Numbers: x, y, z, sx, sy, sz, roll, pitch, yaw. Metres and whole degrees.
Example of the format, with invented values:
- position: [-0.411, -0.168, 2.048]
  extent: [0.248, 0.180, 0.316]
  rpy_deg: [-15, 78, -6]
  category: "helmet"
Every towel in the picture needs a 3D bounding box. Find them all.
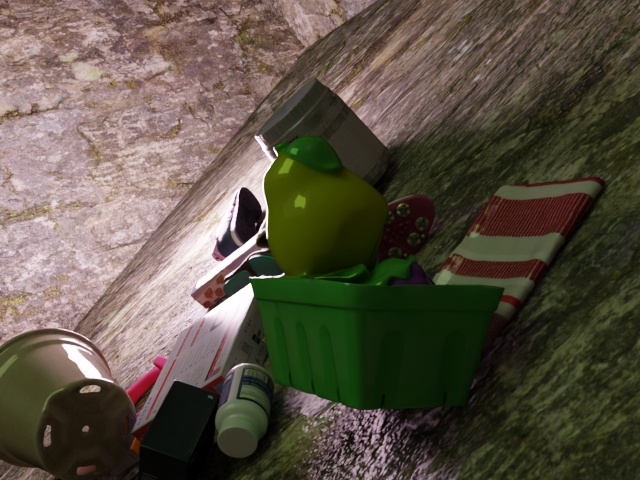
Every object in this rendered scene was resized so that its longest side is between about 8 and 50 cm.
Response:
- position: [0.268, 0.030, 1.338]
  extent: [0.329, 0.037, 0.237]
  rpy_deg: [-51, 19, -16]
  category: "towel"

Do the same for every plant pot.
- position: [-0.565, 0.384, 1.932]
  extent: [0.334, 0.334, 0.305]
  rpy_deg: [-52, 31, -19]
  category: "plant pot"

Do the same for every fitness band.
- position: [-0.420, 0.379, 2.099]
  extent: [0.209, 0.054, 0.291]
  rpy_deg: [-51, 17, -17]
  category: "fitness band"

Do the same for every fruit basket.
- position: [0.050, 0.039, 1.240]
  extent: [0.392, 0.283, 0.392]
  rpy_deg: [-177, 90, -65]
  category: "fruit basket"

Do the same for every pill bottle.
- position: [-0.136, 0.304, 1.550]
  extent: [0.094, 0.094, 0.169]
  rpy_deg: [-39, 19, 21]
  category: "pill bottle"

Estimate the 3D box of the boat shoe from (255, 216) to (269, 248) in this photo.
- position: [-0.020, -0.039, 1.982]
  extent: [0.285, 0.104, 0.089]
  rpy_deg: [-20, 21, 33]
  category: "boat shoe"

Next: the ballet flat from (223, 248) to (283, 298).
- position: [-0.141, 0.063, 2.106]
  extent: [0.280, 0.095, 0.096]
  rpy_deg: [-24, 19, 49]
  category: "ballet flat"

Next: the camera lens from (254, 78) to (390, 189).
- position: [0.012, -0.212, 2.045]
  extent: [0.219, 0.274, 0.219]
  rpy_deg: [-41, 15, 13]
  category: "camera lens"

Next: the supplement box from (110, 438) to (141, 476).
- position: [-0.429, 0.473, 1.936]
  extent: [0.098, 0.036, 0.062]
  rpy_deg: [-37, 20, 26]
  category: "supplement box"

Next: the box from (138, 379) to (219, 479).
- position: [-0.256, 0.367, 1.571]
  extent: [0.156, 0.093, 0.158]
  rpy_deg: [-66, -8, -48]
  category: "box"

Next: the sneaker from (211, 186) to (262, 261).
- position: [-0.258, -0.051, 2.588]
  extent: [0.131, 0.112, 0.319]
  rpy_deg: [-36, 19, 21]
  category: "sneaker"

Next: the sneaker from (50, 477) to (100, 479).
- position: [-0.581, 0.571, 1.990]
  extent: [0.215, 0.083, 0.084]
  rpy_deg: [-41, 17, 11]
  category: "sneaker"

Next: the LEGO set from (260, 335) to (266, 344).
- position: [-0.065, 0.077, 1.787]
  extent: [0.107, 0.132, 0.287]
  rpy_deg: [16, 99, 50]
  category: "LEGO set"

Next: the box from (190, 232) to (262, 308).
- position: [-0.211, 0.065, 2.302]
  extent: [0.324, 0.063, 0.067]
  rpy_deg: [-37, 21, 25]
  category: "box"

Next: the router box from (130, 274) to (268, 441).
- position: [-0.234, 0.263, 1.883]
  extent: [0.301, 0.082, 0.335]
  rpy_deg: [-35, 20, 32]
  category: "router box"

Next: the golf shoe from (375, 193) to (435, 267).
- position: [0.087, 0.013, 1.667]
  extent: [0.306, 0.115, 0.140]
  rpy_deg: [-41, 15, 11]
  category: "golf shoe"
